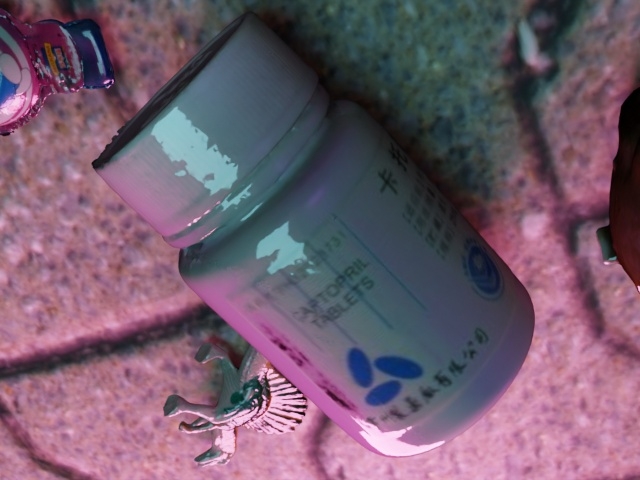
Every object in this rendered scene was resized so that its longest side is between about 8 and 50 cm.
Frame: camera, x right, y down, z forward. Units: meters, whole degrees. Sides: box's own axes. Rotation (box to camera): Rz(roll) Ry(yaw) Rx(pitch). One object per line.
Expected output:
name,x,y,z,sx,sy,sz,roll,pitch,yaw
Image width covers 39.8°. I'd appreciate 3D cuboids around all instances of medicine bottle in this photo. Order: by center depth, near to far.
medicine bottle,0.000,0.000,0.532,0.152,0.152,0.254,-34,111,27

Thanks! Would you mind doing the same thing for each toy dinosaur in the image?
toy dinosaur,-0.053,0.121,0.689,0.187,0.044,0.106,-40,122,16

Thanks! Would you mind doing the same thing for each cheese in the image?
cheese,-0.202,-0.112,0.566,0.145,0.038,0.095,-4,121,14

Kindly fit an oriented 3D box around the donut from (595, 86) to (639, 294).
donut,0.316,0.028,0.427,0.344,0.259,0.136,13,115,1
